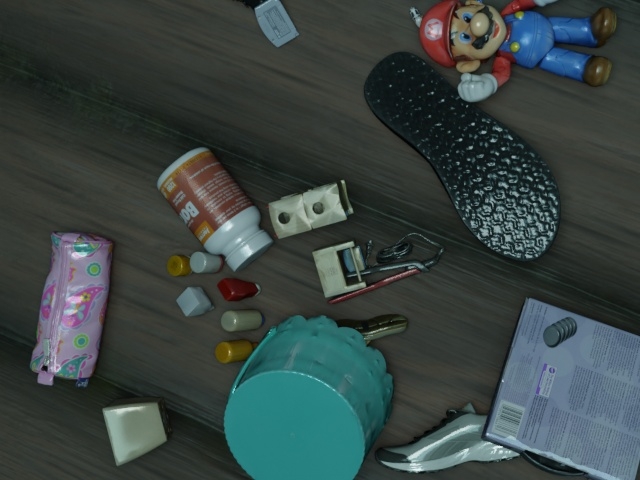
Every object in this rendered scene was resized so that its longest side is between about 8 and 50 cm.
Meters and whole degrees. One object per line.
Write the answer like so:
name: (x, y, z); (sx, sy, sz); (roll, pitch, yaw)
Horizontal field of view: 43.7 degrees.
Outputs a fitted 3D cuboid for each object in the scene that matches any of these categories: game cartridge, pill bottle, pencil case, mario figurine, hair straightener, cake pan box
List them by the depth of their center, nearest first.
mario figurine: (0.325, -0.337, 1.324); (0.321, 0.170, 0.198); (6, 52, 2)
cake pan box: (0.423, 0.259, 1.337); (0.246, 0.070, 0.266); (17, 73, 10)
hair straightener: (0.109, 0.040, 1.436); (0.231, 0.047, 0.089); (-19, 88, 9)
pill bottle: (-0.187, -0.053, 1.446); (0.121, 0.121, 0.216); (-40, 84, 8)
game cartridge: (-0.083, -0.399, 1.457); (0.056, 0.017, 0.083); (-30, 118, 5)
pencil case: (-0.467, 0.125, 1.498); (0.124, 0.124, 0.284); (11, 92, 9)

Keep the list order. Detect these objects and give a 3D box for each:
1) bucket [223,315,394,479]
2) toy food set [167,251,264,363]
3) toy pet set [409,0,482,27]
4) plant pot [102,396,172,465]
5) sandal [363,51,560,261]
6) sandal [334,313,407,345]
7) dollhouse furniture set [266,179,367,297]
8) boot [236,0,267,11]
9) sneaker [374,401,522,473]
bucket: (-0.023, 0.286, 1.359); (0.281, 0.183, 0.281); (5, 110, 15)
toy food set: (-0.180, 0.108, 1.478); (0.111, 0.105, 0.232); (-46, 66, 21)
toy pet set: (0.205, -0.436, 1.401); (0.122, 0.065, 0.114); (-32, 86, 8)
plant pot: (-0.337, 0.346, 1.493); (0.096, 0.109, 0.108); (-15, 89, -4)
sandal: (0.257, -0.153, 1.392); (0.168, 0.107, 0.445); (-40, 72, 9)
sandal: (0.071, 0.174, 1.442); (0.180, 0.072, 0.049); (-9, 111, 5)
dollhouse furniture set: (0.000, 0.000, 1.415); (0.129, 0.129, 0.183); (-15, 95, 10)
boot: (-0.113, -0.479, 1.463); (0.099, 0.045, 0.121); (39, 103, 3)
sneaker: (0.227, 0.348, 1.406); (0.272, 0.100, 0.107); (-13, 80, 3)
